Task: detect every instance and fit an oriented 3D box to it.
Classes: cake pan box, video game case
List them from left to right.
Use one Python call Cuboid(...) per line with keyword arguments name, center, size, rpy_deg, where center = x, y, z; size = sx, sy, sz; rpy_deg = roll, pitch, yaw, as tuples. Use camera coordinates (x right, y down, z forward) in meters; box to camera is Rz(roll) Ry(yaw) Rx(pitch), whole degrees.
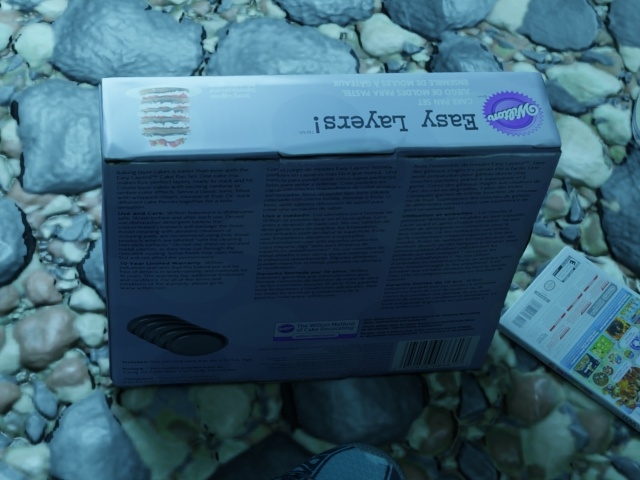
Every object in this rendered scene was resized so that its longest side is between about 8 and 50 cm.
Cuboid(name="cake pan box", center=(0.000, 0.000, 0.873), size=(0.267, 0.245, 0.070), rpy_deg=(-2, 57, -7))
Cuboid(name="video game case", center=(0.195, 0.066, 0.989), size=(0.122, 0.011, 0.087), rpy_deg=(36, 60, 18))

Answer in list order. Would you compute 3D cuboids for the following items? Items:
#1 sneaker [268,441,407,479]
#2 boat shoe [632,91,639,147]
Cuboid(name="sneaker", center=(-0.021, 0.185, 0.800), size=(0.104, 0.125, 0.262), rpy_deg=(37, 43, 16))
Cuboid(name="boat shoe", center=(0.338, -0.191, 1.111), size=(0.123, 0.116, 0.324), rpy_deg=(19, 57, 7))
